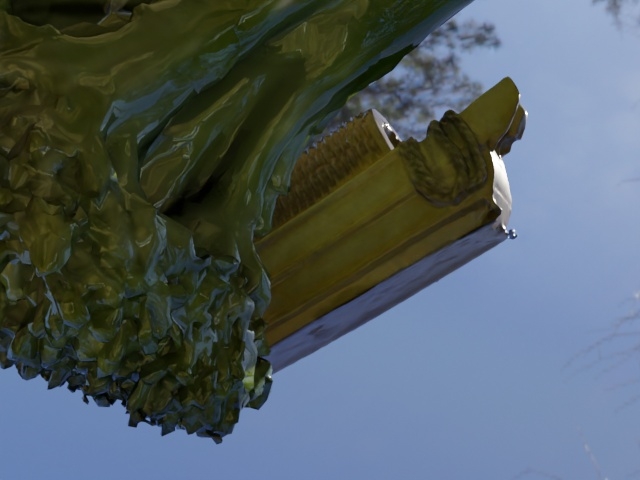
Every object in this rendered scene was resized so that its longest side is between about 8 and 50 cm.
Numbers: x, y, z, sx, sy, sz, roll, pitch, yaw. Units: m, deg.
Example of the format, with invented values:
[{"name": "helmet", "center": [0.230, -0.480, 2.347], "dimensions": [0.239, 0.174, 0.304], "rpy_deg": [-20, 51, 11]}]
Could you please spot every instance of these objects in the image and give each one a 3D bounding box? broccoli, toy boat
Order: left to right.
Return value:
[{"name": "broccoli", "center": [-0.030, -0.083, 0.427], "dimensions": [0.397, 0.353, 0.275], "rpy_deg": [9, -175, 30]}, {"name": "toy boat", "center": [0.000, 0.000, 0.620], "dimensions": [0.310, 0.089, 0.115], "rpy_deg": [-32, -107, 16]}]
